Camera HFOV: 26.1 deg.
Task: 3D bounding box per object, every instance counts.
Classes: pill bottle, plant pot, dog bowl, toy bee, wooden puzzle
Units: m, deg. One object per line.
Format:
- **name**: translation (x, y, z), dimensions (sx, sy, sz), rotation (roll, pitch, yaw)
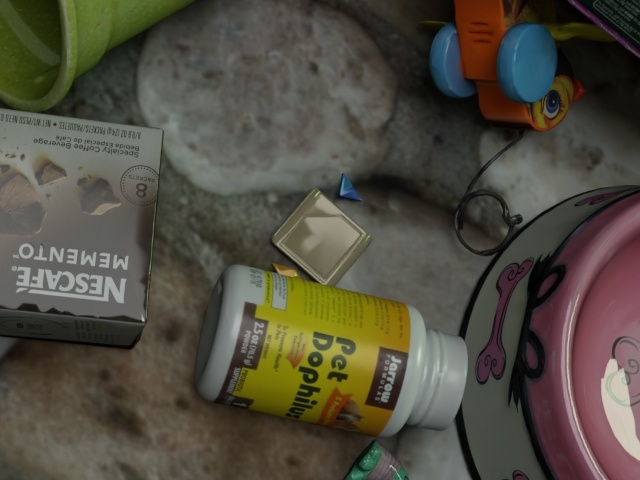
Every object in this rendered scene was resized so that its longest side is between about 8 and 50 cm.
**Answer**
- **pill bottle**: translation (0.010, 0.098, 1.161), dimensions (0.215, 0.117, 0.117), rotation (13, 73, -11)
- **plant pot**: translation (-0.179, -0.277, 1.151), dimensions (0.254, 0.276, 0.276), rotation (-27, 84, -31)
- **dog bowl**: translation (0.334, 0.129, 1.222), dimensions (0.408, 0.150, 0.408), rotation (3, 76, -14)
- **toy bee**: translation (0.174, -0.164, 1.268), dimensions (0.195, 0.298, 0.162), rotation (33, 35, 30)
- **wooden puzzle**: translation (0.000, 0.000, 1.240), dimensions (0.116, 0.014, 0.078), rotation (-42, 94, -20)

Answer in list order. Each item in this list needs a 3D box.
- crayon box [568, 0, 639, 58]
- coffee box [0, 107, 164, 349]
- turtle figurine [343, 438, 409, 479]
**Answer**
- **crayon box**: translation (0.298, -0.313, 1.214), dimensions (0.363, 0.106, 0.313), rotation (35, 49, -16)
- **coffee box**: translation (-0.284, -0.015, 1.112), dimensions (0.297, 0.119, 0.168), rotation (8, 73, -12)
- **turtle figurine**: translation (0.103, 0.278, 1.141), dimensions (0.234, 0.118, 0.175), rotation (37, 90, 5)
